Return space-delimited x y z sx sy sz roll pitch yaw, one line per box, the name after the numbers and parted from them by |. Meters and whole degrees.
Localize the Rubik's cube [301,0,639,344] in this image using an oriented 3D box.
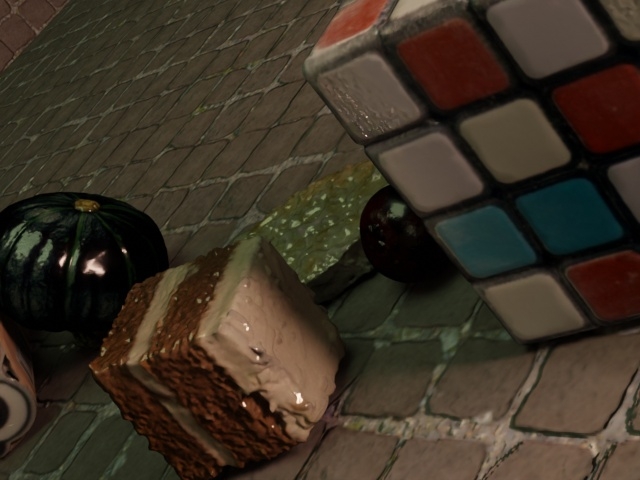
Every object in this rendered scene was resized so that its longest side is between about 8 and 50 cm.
0.188 -0.126 0.736 0.256 0.253 0.259 -18 35 39 | Rubik's cube

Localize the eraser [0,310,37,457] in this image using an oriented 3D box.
-0.371 0.094 1.281 0.087 0.171 0.290 -24 25 -7 | eraser

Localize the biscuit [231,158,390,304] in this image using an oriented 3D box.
0.000 0.000 1.049 0.265 0.040 0.188 -17 34 44 | biscuit

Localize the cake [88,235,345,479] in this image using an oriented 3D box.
-0.072 0.087 0.897 0.147 0.135 0.135 -28 26 27 | cake

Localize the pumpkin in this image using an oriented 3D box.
-0.254 0.020 1.220 0.150 0.194 0.194 -52 19 26 | pumpkin

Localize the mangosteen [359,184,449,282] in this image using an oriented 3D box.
0.072 -0.007 0.919 0.081 0.081 0.081 -32 27 18 | mangosteen
